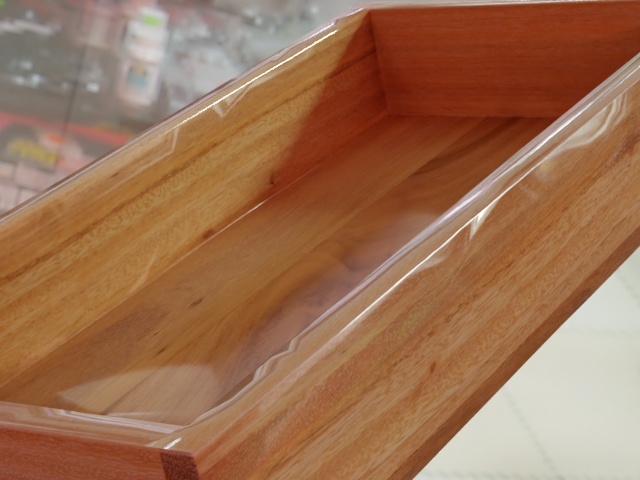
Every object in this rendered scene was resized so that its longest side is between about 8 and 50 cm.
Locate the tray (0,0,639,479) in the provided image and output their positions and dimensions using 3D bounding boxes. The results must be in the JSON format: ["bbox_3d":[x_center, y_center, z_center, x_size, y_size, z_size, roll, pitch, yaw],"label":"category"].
[{"bbox_3d":[0.000,0.000,0.682,0.202,0.076,0.411,4,27,34],"label":"tray"}]
